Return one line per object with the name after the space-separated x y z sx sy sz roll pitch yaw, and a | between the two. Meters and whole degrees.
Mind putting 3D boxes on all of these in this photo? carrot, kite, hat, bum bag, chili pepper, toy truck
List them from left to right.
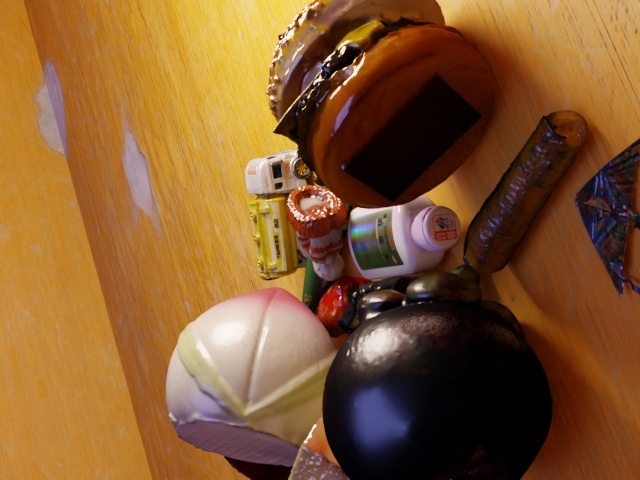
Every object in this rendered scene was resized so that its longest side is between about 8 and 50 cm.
-0.072 -0.046 1.726 0.098 0.114 0.227 4 103 63 | toy truck
0.000 0.000 1.523 0.112 0.093 0.162 -117 18 -51 | hat
0.051 0.099 1.577 0.086 0.084 0.192 63 155 10 | chili pepper
0.090 0.099 1.442 0.232 0.106 0.060 114 147 -71 | bum bag
0.244 -0.053 1.165 0.070 0.070 0.260 63 148 29 | carrot
0.335 -0.027 1.060 0.160 0.010 0.183 -147 55 -59 | kite

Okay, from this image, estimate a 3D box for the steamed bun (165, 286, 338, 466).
-0.099 0.205 1.580 0.309 0.309 0.309 33 128 55 | steamed bun

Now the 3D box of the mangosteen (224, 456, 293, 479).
-0.072 0.326 1.796 0.261 0.235 0.235 -51 41 4 | mangosteen

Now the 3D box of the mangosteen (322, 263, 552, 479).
0.133 0.193 1.222 0.313 0.297 0.297 57 147 22 | mangosteen

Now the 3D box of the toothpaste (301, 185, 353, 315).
0.014 -0.007 1.615 0.061 0.099 0.392 21 127 15 | toothpaste

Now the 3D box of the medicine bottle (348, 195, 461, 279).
0.122 -0.007 1.405 0.219 0.078 0.115 -13 87 64 | medicine bottle

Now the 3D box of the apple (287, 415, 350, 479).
0.062 0.369 1.452 0.252 0.309 0.314 -20 96 32 | apple

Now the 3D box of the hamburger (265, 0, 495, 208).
0.069 -0.193 1.235 0.225 0.291 0.291 53 144 32 | hamburger
